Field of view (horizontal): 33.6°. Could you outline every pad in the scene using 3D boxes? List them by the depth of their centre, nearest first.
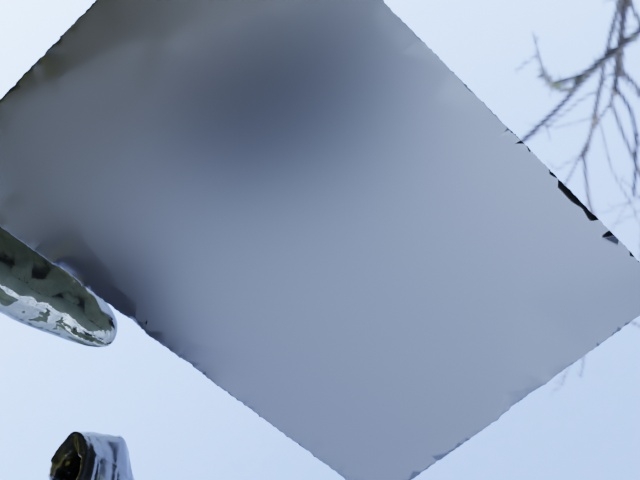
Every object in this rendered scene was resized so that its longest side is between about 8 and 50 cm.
[{"bbox_3d":[0.000,0.000,0.609,0.247,0.367,0.007,-40,-154,22],"label":"pad"}]

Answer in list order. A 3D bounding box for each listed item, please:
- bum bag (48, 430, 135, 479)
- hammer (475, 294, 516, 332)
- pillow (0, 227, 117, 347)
[{"bbox_3d":[-0.227,0.331,0.911,0.095,0.144,0.340,8,-113,19],"label":"bum bag"},{"bbox_3d":[0.044,-0.071,0.722,0.037,0.290,0.137,-43,176,25],"label":"hammer"},{"bbox_3d":[-0.240,-0.001,0.712,0.051,0.241,0.093,-51,-146,12],"label":"pillow"}]
